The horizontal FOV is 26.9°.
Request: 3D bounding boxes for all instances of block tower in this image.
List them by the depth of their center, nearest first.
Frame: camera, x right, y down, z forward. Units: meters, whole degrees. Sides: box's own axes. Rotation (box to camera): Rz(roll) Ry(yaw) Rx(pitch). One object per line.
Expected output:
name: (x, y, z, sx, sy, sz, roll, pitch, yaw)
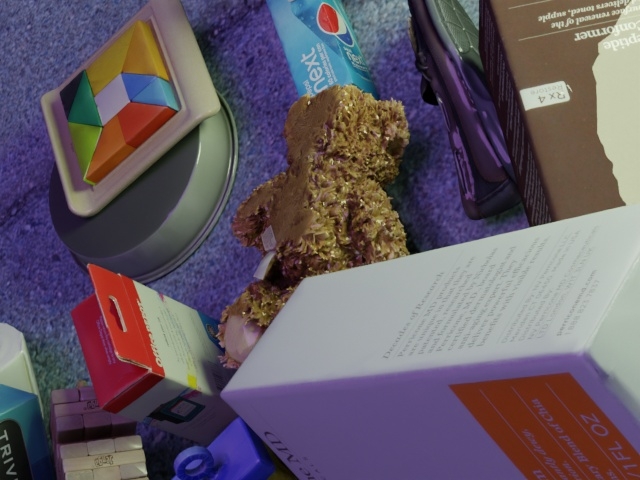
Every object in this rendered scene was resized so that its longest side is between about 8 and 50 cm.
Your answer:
block tower: (-0.219, 0.316, 1.401, 0.097, 0.091, 0.335, 107, 152, -53)

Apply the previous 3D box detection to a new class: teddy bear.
teddy bear: (0.000, 0.000, 1.440, 0.245, 0.113, 0.338, -28, 44, 39)

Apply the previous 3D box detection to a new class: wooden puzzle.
wooden puzzle: (-0.251, -0.176, 1.687, 0.239, 0.044, 0.221, -35, 54, 19)

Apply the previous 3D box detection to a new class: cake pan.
cake pan: (-0.236, -0.087, 1.704, 0.293, 0.054, 0.293, -15, 63, 31)

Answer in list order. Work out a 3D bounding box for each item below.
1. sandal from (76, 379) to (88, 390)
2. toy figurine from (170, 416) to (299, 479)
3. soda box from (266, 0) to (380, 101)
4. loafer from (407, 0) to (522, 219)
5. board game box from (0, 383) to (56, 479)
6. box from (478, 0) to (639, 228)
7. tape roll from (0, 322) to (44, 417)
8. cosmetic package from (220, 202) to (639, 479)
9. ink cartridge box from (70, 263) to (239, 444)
sandal: (-0.242, 0.282, 1.552, 0.079, 0.088, 0.240, -2, 74, 2)
toy figurine: (-0.099, 0.247, 1.356, 0.362, 0.217, 0.191, -42, 52, 13)
soda box: (-0.001, -0.233, 1.588, 0.071, 0.067, 0.210, -32, 56, 21)
loafer: (0.142, -0.157, 1.433, 0.095, 0.109, 0.302, -36, 56, 23)
board game box: (-0.428, 0.336, 1.419, 0.079, 0.336, 0.253, 8, 114, 41)
box: (0.277, -0.088, 1.240, 0.191, 0.143, 0.381, -12, 62, 0)
tape roll: (-0.484, 0.196, 1.616, 0.286, 0.286, 0.100, 2, 111, 36)
cosmetic package: (0.144, 0.132, 1.108, 0.453, 0.230, 0.161, -15, 32, 54)
ink cartridge box: (-0.185, 0.127, 1.459, 0.078, 0.231, 0.134, -37, 53, 17)
